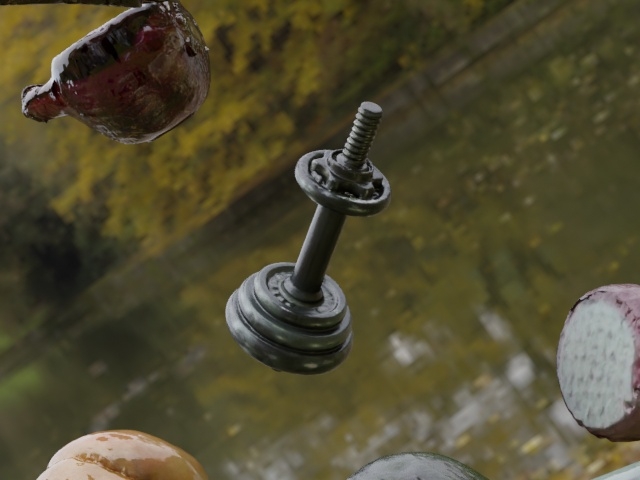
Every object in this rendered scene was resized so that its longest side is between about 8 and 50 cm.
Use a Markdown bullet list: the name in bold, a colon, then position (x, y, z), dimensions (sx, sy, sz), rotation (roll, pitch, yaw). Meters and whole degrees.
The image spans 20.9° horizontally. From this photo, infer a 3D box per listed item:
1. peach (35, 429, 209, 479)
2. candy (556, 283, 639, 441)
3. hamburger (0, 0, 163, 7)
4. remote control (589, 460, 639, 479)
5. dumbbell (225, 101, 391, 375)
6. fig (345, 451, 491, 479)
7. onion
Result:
- **peach**: position (-0.174, 0.252, 1.510), dimensions (0.184, 0.184, 0.184), rotation (-36, 5, 4)
- **candy**: position (0.193, 0.079, 1.115), dimensions (0.043, 0.103, 0.103), rotation (3, -15, -26)
- **hamburger**: position (-0.202, -0.225, 1.006), dimensions (0.300, 0.176, 0.300), rotation (2, 7, 0)
- **remote control**: position (0.151, 0.294, 1.390), dimensions (0.344, 0.145, 0.050), rotation (-25, 8, 23)
- **dumbbell**: position (0.000, 0.000, 1.383), dimensions (0.110, 0.110, 0.255), rotation (-44, -23, -56)
- **fig**: position (0.091, 0.189, 1.028), dimensions (0.177, 0.117, 0.117), rotation (10, 31, 28)
- **onion**: position (-0.224, -0.170, 1.877), dimensions (0.218, 0.140, 0.195), rotation (-28, 17, 15)
